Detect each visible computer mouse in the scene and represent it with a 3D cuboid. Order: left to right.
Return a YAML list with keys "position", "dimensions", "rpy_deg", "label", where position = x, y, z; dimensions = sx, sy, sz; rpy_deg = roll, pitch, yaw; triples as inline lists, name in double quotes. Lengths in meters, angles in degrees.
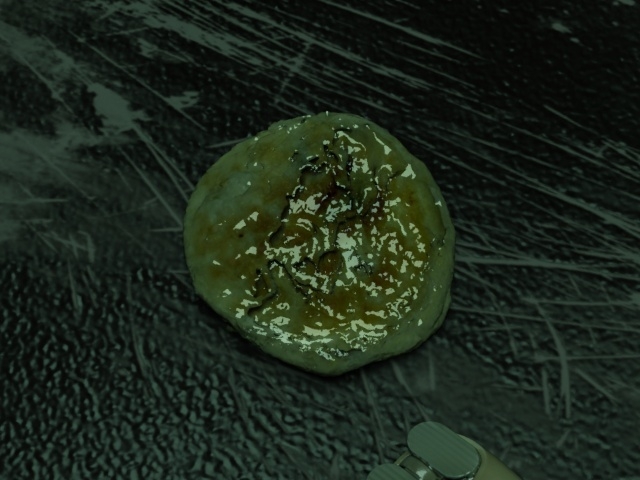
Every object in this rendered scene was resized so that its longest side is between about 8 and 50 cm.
- position: [0.162, 0.302, 1.460]
  dimensions: [0.145, 0.082, 0.236]
  rpy_deg: [-42, 71, -16]
  label: "computer mouse"

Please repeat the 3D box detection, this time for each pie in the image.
- position: [0.000, 0.000, 1.609]
  dimensions: [0.339, 0.077, 0.339]
  rpy_deg: [0, 64, 1]
  label: "pie"
